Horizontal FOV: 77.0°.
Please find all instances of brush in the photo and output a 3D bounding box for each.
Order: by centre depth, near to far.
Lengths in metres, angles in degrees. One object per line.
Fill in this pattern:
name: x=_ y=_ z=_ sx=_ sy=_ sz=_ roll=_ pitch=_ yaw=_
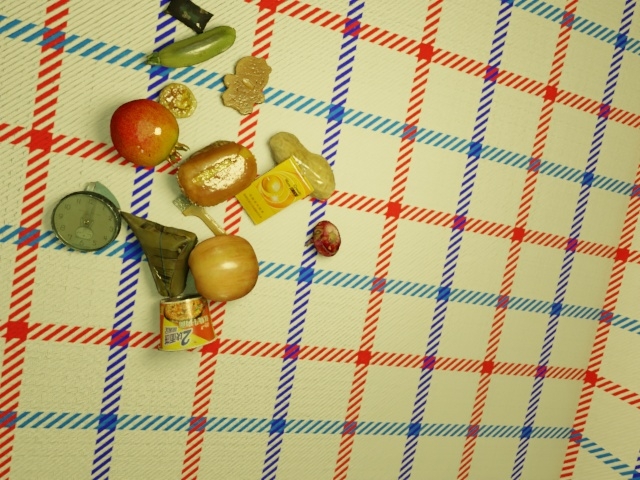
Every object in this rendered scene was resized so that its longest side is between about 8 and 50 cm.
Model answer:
brush: x=-0.427 y=-0.078 z=1.530 sx=0.103 sy=0.013 sz=0.272 roll=-43 pitch=106 yaw=-6

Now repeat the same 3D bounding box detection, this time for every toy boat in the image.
toy boat: x=-0.762 y=-0.152 z=1.424 sx=0.122 sy=0.034 sz=0.096 roll=20 pitch=95 yaw=-26

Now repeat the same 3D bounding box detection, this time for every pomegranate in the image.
pomegranate: x=-0.570 y=-0.351 z=1.356 sx=0.256 sy=0.221 sz=0.221 roll=29 pitch=89 yaw=-25

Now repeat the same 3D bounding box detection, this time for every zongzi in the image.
zongzi: x=-0.613 y=0.055 z=1.455 sx=0.289 sy=0.123 sz=0.260 roll=16 pitch=99 yaw=-3

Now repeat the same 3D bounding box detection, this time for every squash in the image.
squash: x=-0.445 y=-0.663 z=1.408 sx=0.340 sy=0.094 sz=0.095 roll=-27 pitch=104 yaw=-13

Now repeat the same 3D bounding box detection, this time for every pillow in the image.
pillow: x=-0.459 y=-0.792 z=1.404 sx=0.150 sy=0.048 sz=0.090 roll=29 pitch=87 yaw=-20

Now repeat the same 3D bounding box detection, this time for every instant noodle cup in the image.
instant noodle cup: x=-0.494 y=0.291 z=1.473 sx=0.213 sy=0.213 sz=0.174 roll=-8 pitch=92 yaw=-14

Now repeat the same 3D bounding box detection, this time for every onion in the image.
onion: x=0.000 y=0.000 z=1.622 sx=0.150 sy=0.140 sz=0.150 roll=25 pitch=57 yaw=-47

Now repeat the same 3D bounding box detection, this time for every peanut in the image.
peanut: x=-0.065 y=-0.287 z=1.542 sx=0.313 sy=0.149 sz=0.149 roll=38 pitch=87 yaw=-12

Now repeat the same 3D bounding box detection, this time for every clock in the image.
clock: x=-0.809 y=-0.063 z=1.392 sx=0.214 sy=0.042 sz=0.215 roll=-5 pitch=109 yaw=-14

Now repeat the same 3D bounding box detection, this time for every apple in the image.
apple: x=-0.354 y=0.105 z=1.459 sx=0.241 sy=0.242 sz=0.242 roll=-9 pitch=100 yaw=-32

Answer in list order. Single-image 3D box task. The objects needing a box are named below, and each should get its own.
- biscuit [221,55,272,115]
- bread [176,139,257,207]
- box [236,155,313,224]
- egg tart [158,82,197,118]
biscuit: x=-0.273 y=-0.581 z=1.493 sx=0.165 sy=0.036 sz=0.226 roll=23 pitch=88 yaw=-18
bread: x=-0.369 y=-0.244 z=1.442 sx=0.288 sy=0.156 sz=0.204 roll=-31 pitch=107 yaw=-15
box: x=-0.176 y=-0.181 z=1.506 sx=0.269 sy=0.043 sz=0.152 roll=-29 pitch=107 yaw=22
egg tart: x=-0.508 y=-0.490 z=1.431 sx=0.130 sy=0.052 sz=0.131 roll=-2 pitch=97 yaw=-17
